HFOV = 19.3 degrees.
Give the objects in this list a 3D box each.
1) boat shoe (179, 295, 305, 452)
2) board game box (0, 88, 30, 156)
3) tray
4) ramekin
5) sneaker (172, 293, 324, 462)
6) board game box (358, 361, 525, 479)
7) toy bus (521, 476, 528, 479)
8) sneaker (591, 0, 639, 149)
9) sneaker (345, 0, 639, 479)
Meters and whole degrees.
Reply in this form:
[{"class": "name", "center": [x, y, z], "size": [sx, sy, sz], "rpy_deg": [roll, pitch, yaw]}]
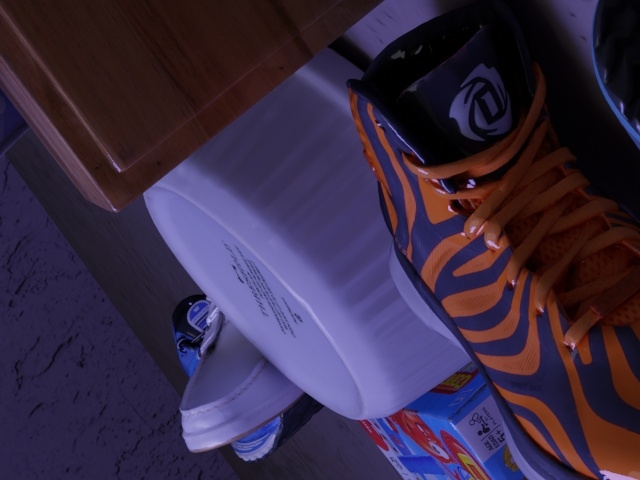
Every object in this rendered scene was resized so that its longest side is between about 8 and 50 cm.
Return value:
[{"class": "boat shoe", "center": [-0.048, 0.055, 1.409], "size": [0.096, 0.098, 0.277], "rpy_deg": [63, -152, -19]}, {"class": "board game box", "center": [-0.246, -0.230, 0.984], "size": [0.050, 0.390, 0.390], "rpy_deg": [-21, 111, 36]}, {"class": "tray", "center": [-0.148, -0.237, 0.916], "size": [0.411, 0.203, 0.076], "rpy_deg": [54, 168, -19]}, {"class": "ramekin", "center": [0.000, 0.000, 1.241], "size": [0.273, 0.127, 0.273], "rpy_deg": [42, 165, 14]}, {"class": "sneaker", "center": [-0.096, 0.137, 2.071], "size": [0.147, 0.130, 0.330], "rpy_deg": [52, 169, -21]}, {"class": "board game box", "center": [0.173, 0.213, 1.398], "size": [0.308, 0.086, 0.302], "rpy_deg": [52, 169, -6]}, {"class": "toy bus", "center": [0.248, 0.251, 1.185], "size": [0.332, 0.108, 0.130], "rpy_deg": [52, 170, -9]}, {"class": "sneaker", "center": [0.200, -0.002, 0.674], "size": [0.262, 0.104, 0.125], "rpy_deg": [54, -174, 3]}, {"class": "sneaker", "center": [0.098, -0.001, 0.880], "size": [0.321, 0.124, 0.180], "rpy_deg": [39, 159, 50]}]
